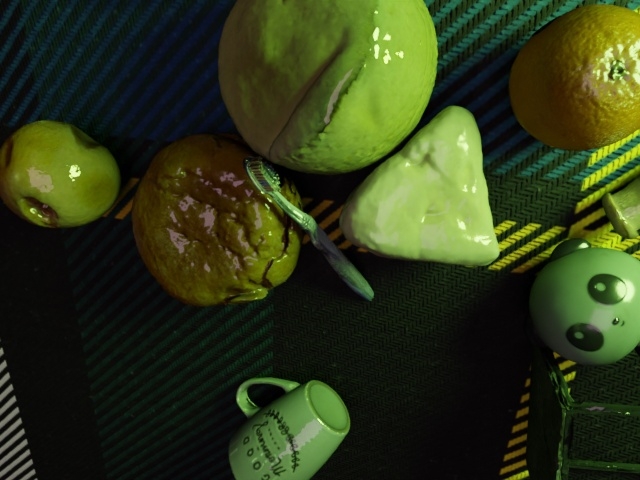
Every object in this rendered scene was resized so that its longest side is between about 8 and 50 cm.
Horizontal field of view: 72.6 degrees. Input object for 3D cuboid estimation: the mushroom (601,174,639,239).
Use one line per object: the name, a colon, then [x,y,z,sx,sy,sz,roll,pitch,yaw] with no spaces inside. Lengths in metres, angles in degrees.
mushroom: [0.559,-0.094,0.657,0.247,0.108,0.096,-29,61,20]

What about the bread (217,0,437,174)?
bread: [0.012,-0.254,0.650,0.320,0.237,0.321,1,92,27]

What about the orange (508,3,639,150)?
orange: [0.363,-0.218,0.596,0.206,0.206,0.206,5,112,12]

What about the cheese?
cheese: [0.150,-0.083,0.713,0.247,0.174,0.251,-5,111,6]

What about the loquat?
loquat: [-0.495,-0.128,0.837,0.213,0.213,0.213,5,112,12]

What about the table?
table: [0.537,0.363,0.772,0.272,0.222,0.335,-2,111,15]

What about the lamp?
lamp: [0.469,0.117,0.701,0.243,0.197,0.198,22,116,24]

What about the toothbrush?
toothbrush: [0.000,0.000,0.763,0.042,0.035,0.413,9,151,42]

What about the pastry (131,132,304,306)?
pastry: [-0.198,-0.029,0.825,0.355,0.164,0.356,6,114,13]

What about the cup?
cup: [-0.082,0.404,0.977,0.234,0.186,0.258,-47,68,16]
